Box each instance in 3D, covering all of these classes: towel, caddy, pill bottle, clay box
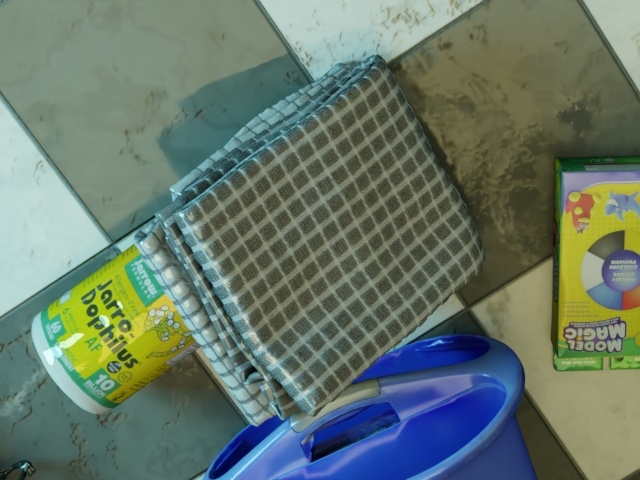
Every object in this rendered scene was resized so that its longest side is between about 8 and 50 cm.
[{"bbox_3d":[0.000,0.000,1.578,0.283,0.121,0.235,-40,112,-28],"label":"towel"},{"bbox_3d":[0.048,0.213,1.655,0.341,0.241,0.179,-26,114,6],"label":"caddy"},{"bbox_3d":[-0.159,0.062,1.659,0.208,0.117,0.117,-35,106,10],"label":"pill bottle"},{"bbox_3d":[0.290,0.031,1.696,0.127,0.053,0.222,-2,108,-1],"label":"clay box"}]

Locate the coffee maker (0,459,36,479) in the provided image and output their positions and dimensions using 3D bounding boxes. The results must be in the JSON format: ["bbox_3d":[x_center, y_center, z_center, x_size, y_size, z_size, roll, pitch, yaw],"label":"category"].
[{"bbox_3d":[-0.408,0.215,1.718,0.171,0.120,0.178,-44,108,-18],"label":"coffee maker"}]
